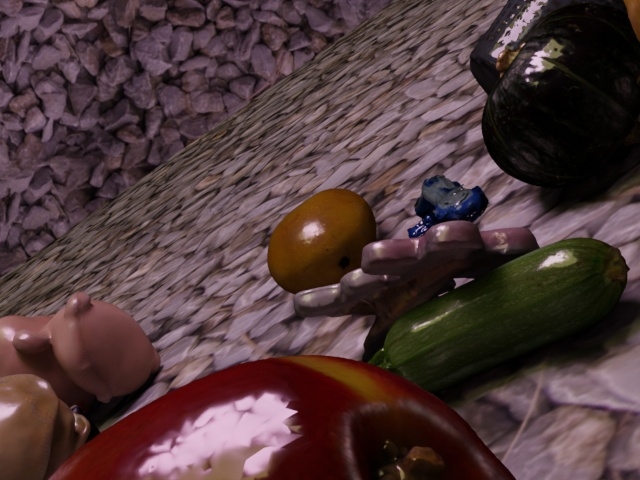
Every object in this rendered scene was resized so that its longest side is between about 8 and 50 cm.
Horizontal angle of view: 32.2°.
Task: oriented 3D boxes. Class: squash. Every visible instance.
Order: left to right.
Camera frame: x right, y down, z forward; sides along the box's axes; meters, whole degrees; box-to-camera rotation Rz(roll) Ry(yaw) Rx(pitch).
[{"bbox_3d":[0.130,0.059,0.833,0.219,0.068,0.077,-29,15,26],"label":"squash"},{"bbox_3d":[0.236,-0.137,1.057,0.193,0.156,0.193,-47,22,26],"label":"squash"}]

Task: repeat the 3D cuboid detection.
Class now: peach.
[{"bbox_3d":[-0.067,0.183,0.623,0.361,0.201,0.258,-26,18,33],"label":"peach"}]

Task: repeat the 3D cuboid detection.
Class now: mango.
[{"bbox_3d":[0.000,0.000,1.265,0.136,0.099,0.227,-42,6,0],"label":"mango"}]

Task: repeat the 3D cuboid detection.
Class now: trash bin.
[{"bbox_3d":[0.263,-0.226,1.276,0.161,0.175,0.175,-47,16,-6],"label":"trash bin"}]

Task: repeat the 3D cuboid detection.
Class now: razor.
[{"bbox_3d":[0.116,-0.037,1.033,0.093,0.056,0.324,-35,-1,4],"label":"razor"}]

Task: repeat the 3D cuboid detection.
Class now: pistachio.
[{"bbox_3d":[-0.376,0.256,1.133,0.293,0.162,0.181,-39,56,-2],"label":"pistachio"}]

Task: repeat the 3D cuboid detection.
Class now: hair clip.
[{"bbox_3d":[0.073,0.037,0.918,0.257,0.146,0.075,135,135,-55],"label":"hair clip"}]

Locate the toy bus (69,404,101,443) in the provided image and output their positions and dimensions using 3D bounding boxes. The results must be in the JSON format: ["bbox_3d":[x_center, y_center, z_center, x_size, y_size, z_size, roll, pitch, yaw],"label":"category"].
[{"bbox_3d":[-0.330,0.256,1.259,0.172,0.057,0.072,-38,6,-12],"label":"toy bus"}]

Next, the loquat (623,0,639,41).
[{"bbox_3d":[0.363,-0.214,0.875,0.244,0.244,0.244,-33,15,10],"label":"loquat"}]

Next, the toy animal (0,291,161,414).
[{"bbox_3d":[-0.316,0.152,1.359,0.197,0.171,0.171,-26,17,22],"label":"toy animal"}]
